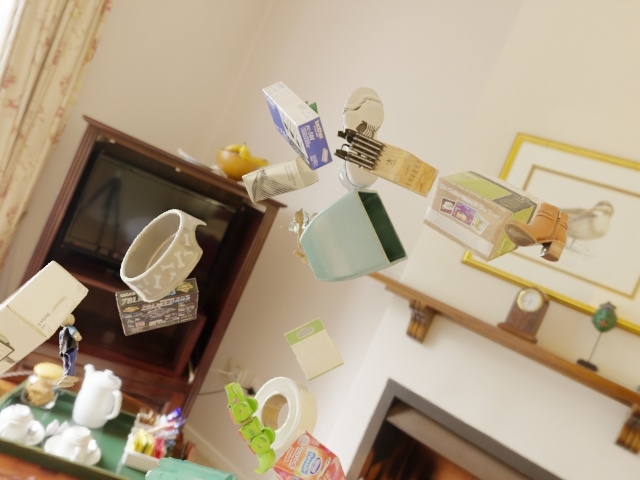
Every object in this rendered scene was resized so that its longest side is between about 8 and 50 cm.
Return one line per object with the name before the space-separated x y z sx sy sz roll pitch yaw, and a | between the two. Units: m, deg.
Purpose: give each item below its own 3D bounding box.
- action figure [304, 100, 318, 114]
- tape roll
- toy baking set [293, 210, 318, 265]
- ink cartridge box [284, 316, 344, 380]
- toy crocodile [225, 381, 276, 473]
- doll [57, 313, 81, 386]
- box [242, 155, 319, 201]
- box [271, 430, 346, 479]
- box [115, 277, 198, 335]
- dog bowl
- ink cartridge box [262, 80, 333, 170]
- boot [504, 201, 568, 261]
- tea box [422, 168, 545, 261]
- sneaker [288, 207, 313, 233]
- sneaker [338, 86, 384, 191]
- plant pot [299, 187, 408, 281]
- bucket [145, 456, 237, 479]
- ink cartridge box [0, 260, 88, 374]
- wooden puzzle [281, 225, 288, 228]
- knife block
action figure | -0.033 -0.389 1.841 0.063 0.137 0.232 129 -61 -79
tape roll | -0.150 0.695 2.018 0.100 0.286 0.286 36 -8 -40
toy baking set | -0.002 0.006 1.815 0.256 0.196 0.030 26 -19 1
ink cartridge box | -0.027 0.456 2.149 0.235 0.171 0.056 63 2 -6
toy crocodile | -0.257 0.673 1.835 0.340 0.105 0.115 59 5 6
doll | -0.658 0.279 1.326 0.046 0.129 0.188 11 53 -41
box | -0.147 -0.226 1.839 0.275 0.113 0.094 -12 14 40
box | -0.015 0.629 1.307 0.123 0.128 0.256 27 -36 37
box | -0.640 0.264 2.008 0.296 0.073 0.293 -11 -28 -21
dog bowl | -0.553 0.040 1.765 0.102 0.348 0.349 45 -12 -36
ink cartridge box | -0.046 -0.222 0.964 0.207 0.046 0.097 55 -12 49
boot | 0.609 -0.047 1.420 0.197 0.152 0.073 31 -21 -17
tea box | 0.662 -0.115 2.062 0.324 0.219 0.329 -14 40 -40
sneaker | -0.055 -0.052 2.052 0.110 0.107 0.275 32 8 -22
sneaker | 0.128 -0.324 1.725 0.138 0.365 0.210 4 -17 -6
plant pot | 0.086 0.004 1.577 0.247 0.252 0.248 66 21 6
bucket | -0.319 0.679 1.219 0.183 0.281 0.281 4 -3 10
ink cartridge box | -0.705 0.197 1.171 0.114 0.273 0.198 49 19 -19
wooden puzzle | -0.145 -0.054 2.292 0.049 0.006 0.083 14 0 42
knife block | 0.170 -0.228 1.438 0.242 0.088 0.276 31 11 41
